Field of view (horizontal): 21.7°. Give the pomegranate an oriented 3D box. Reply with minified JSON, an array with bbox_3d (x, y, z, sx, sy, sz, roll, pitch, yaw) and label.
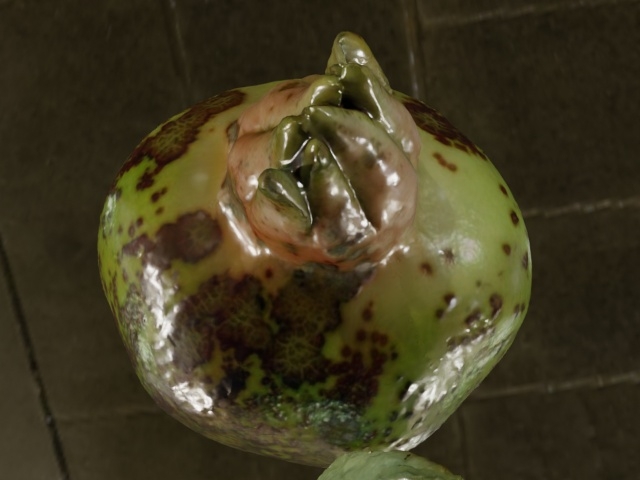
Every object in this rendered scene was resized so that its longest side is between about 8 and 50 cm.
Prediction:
[{"bbox_3d":[-0.006,-0.014,0.869,0.222,0.204,0.276,-19,131,-11],"label":"pomegranate"}]

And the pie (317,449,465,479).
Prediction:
[{"bbox_3d":[0.124,0.184,0.776,0.302,0.067,0.302,25,159,10],"label":"pie"}]
